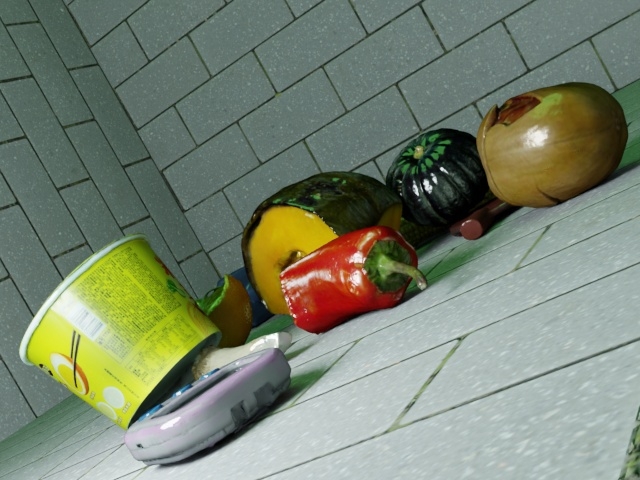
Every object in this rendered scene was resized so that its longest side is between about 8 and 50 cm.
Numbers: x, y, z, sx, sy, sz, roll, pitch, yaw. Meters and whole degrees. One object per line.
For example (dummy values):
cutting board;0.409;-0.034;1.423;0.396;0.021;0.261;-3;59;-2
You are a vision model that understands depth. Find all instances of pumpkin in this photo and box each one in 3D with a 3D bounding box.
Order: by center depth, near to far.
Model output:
pumpkin;0.000;0.000;1.813;0.303;0.256;0.225;-7;13;39
pumpkin;0.237;-0.124;1.850;0.220;0.162;0.220;-36;22;17

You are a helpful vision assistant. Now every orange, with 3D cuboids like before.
orange;-0.234;0.182;1.810;0.237;0.158;0.179;-30;6;6

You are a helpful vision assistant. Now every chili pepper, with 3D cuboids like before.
chili pepper;0.078;0.044;1.421;0.131;0.134;0.338;-15;-8;-37

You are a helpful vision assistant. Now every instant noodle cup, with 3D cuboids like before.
instant noodle cup;-0.329;0.172;1.593;0.311;0.221;0.311;-46;-10;-10

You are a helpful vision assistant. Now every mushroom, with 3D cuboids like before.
mushroom;-0.123;0.191;1.496;0.084;0.071;0.209;8;-21;-41

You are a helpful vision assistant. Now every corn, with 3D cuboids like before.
corn;0.269;-0.077;1.996;0.318;0.115;0.115;-30;3;3

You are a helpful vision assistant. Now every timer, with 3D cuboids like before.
timer;-0.142;0.214;1.184;0.208;0.069;0.191;-30;3;-40

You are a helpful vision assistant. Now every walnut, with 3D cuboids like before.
walnut;0.367;-0.150;1.514;0.203;0.203;0.298;-31;1;-28

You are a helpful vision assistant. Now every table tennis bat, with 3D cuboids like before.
table tennis bat;0.324;-0.058;1.750;0.200;0.038;0.310;-31;1;28

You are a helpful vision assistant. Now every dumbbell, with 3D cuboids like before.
dumbbell;-0.106;0.104;2.143;0.325;0.160;0.144;-26;35;49
